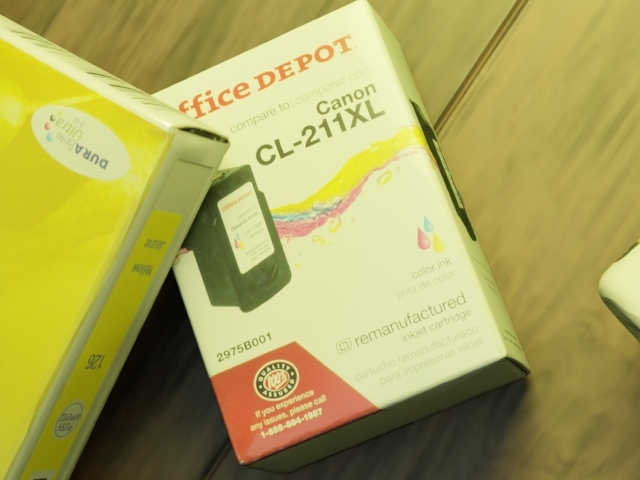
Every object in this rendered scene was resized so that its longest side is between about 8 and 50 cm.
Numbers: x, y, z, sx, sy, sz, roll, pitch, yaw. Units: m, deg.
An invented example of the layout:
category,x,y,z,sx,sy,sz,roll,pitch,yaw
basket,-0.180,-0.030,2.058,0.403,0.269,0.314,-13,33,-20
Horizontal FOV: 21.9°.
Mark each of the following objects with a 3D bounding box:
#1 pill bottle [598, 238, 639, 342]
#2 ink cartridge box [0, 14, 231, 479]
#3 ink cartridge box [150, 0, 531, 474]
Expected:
category,x,y,z,sx,sy,sz,roll,pitch,yaw
pill bottle,0.224,-0.011,0.658,0.208,0.119,0.119,-44,71,3
ink cartridge box,-0.231,0.024,0.764,0.303,0.072,0.307,29,95,24
ink cartridge box,0.000,0.000,0.740,0.127,0.072,0.175,-24,74,10
